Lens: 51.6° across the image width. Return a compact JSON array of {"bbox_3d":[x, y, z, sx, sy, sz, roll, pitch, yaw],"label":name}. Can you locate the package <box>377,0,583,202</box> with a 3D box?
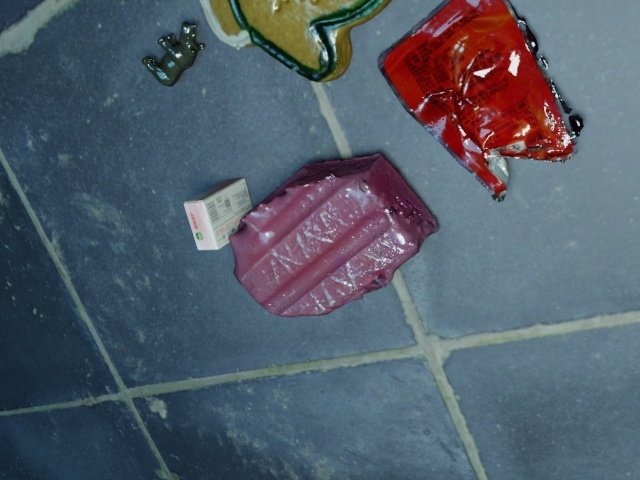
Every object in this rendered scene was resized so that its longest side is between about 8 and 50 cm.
[{"bbox_3d":[0.212,-0.192,0.879,0.194,0.071,0.269,-33,90,22],"label":"package"}]

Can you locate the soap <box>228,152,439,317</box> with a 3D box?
[{"bbox_3d":[0.000,0.000,1.045,0.325,0.127,0.220,-37,94,33],"label":"soap"}]

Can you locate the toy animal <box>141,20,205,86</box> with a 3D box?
[{"bbox_3d":[-0.237,-0.310,1.092,0.065,0.047,0.136,49,125,-5],"label":"toy animal"}]

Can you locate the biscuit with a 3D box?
[{"bbox_3d":[-0.035,-0.366,0.943,0.344,0.057,0.287,-1,112,30],"label":"biscuit"}]

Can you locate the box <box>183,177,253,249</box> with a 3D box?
[{"bbox_3d":[-0.168,-0.046,1.126,0.043,0.125,0.089,-3,110,31],"label":"box"}]
